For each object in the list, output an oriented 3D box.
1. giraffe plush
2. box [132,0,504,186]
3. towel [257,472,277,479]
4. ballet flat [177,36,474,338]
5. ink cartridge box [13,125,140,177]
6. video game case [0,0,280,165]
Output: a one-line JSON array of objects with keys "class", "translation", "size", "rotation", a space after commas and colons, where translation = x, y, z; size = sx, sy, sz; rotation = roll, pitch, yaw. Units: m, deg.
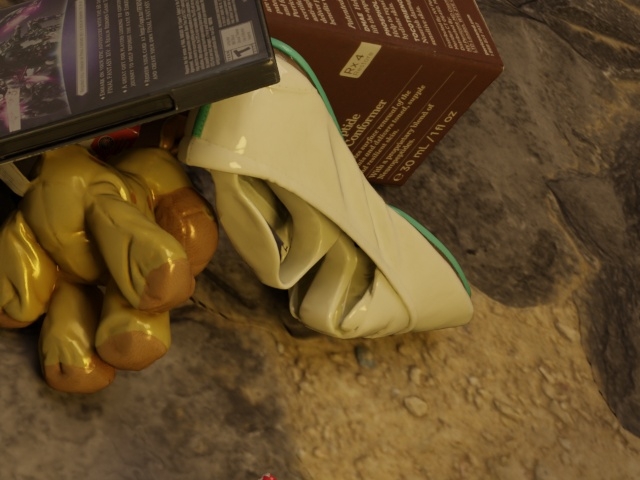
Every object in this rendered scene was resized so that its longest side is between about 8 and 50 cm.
[{"class": "giraffe plush", "translation": [-0.152, -0.009, 1.040], "size": [0.170, 0.181, 0.210], "rotation": [-21, 83, -60]}, {"class": "box", "translation": [-0.040, -0.173, 1.255], "size": [0.381, 0.191, 0.143], "rotation": [6, 51, -34]}, {"class": "towel", "translation": [-0.024, 0.312, 0.850], "size": [0.199, 0.031, 0.275], "rotation": [-38, 76, -6]}, {"class": "ballet flat", "translation": [0.000, 0.000, 1.113], "size": [0.400, 0.139, 0.139], "rotation": [51, 24, -46]}, {"class": "ink cartridge box", "translation": [-0.224, -0.101, 1.113], "size": [0.135, 0.099, 0.056], "rotation": [25, 41, -18]}, {"class": "video game case", "translation": [-0.173, -0.132, 0.981], "size": [0.274, 0.026, 0.196], "rotation": [-17, 38, 2]}]
